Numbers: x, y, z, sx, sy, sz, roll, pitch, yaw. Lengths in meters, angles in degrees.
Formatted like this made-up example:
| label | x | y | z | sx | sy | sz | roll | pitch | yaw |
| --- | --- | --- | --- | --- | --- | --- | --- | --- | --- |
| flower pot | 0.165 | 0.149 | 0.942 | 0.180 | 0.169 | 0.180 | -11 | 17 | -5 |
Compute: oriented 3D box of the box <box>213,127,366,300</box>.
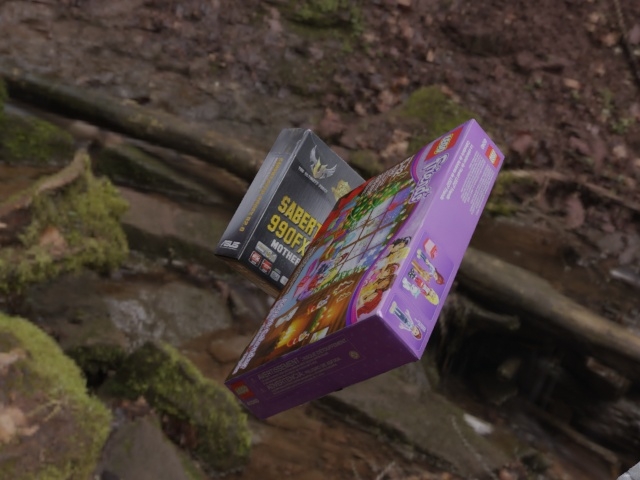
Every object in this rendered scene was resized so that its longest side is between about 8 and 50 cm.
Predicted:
| label | x | y | z | sx | sy | sz | roll | pitch | yaw |
| --- | --- | --- | --- | --- | --- | --- | --- | --- | --- |
| box | 0.000 | 0.000 | 1.142 | 0.056 | 0.183 | 0.231 | 10 | -24 | 49 |

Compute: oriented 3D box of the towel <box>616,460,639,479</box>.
| label | x | y | z | sx | sy | sz | roll | pitch | yaw |
| --- | --- | --- | --- | --- | --- | --- | --- | --- | --- |
| towel | 0.432 | 0.249 | 0.822 | 0.235 | 0.283 | 0.121 | 53 | 12 | 30 |

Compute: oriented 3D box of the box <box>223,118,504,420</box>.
| label | x | y | z | sx | sy | sz | roll | pitch | yaw |
| --- | --- | --- | --- | --- | --- | --- | --- | --- | --- |
| box | 0.048 | 0.022 | 0.863 | 0.057 | 0.201 | 0.293 | 47 | 42 | -15 |
